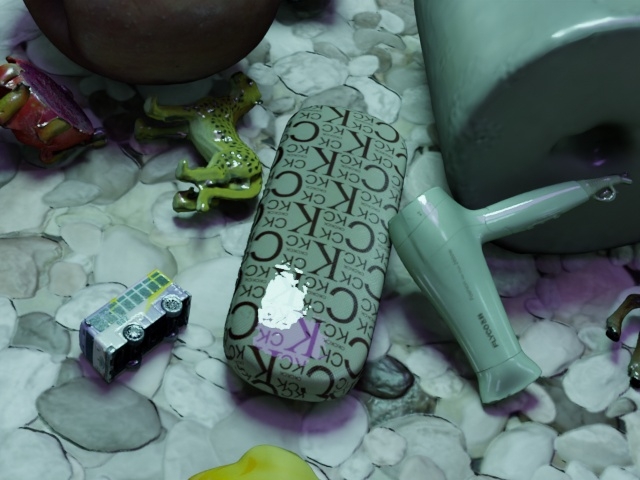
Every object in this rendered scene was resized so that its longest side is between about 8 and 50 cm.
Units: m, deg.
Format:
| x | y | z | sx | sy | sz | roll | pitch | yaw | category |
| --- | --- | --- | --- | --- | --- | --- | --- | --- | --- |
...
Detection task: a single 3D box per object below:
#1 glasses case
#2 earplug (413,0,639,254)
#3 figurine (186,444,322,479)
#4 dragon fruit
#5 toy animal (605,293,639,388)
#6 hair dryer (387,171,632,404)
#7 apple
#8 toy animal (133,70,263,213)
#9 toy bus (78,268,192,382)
| x | y | z | sx | sy | sz | roll | pitch | yaw | category |
| --- | --- | --- | --- | --- | --- | --- | --- | --- | --- |
| 0.000 | 0.000 | 1.140 | 0.137 | 0.085 | 0.354 | 16 | 49 | -3 | glasses case |
| 0.254 | -0.222 | 1.245 | 0.313 | 0.312 | 0.394 | 2 | 46 | -10 | earplug |
| -0.009 | 0.244 | 0.919 | 0.246 | 0.131 | 0.156 | 17 | 63 | -11 | figurine |
| -0.292 | -0.129 | 1.197 | 0.068 | 0.126 | 0.112 | -43 | 69 | 10 | dragon fruit |
| 0.436 | 0.107 | 1.142 | 0.260 | 0.087 | 0.243 | -22 | 59 | -23 | toy animal |
| 0.206 | 0.012 | 1.111 | 0.237 | 0.075 | 0.206 | -30 | 87 | -7 | hair dryer |
| -0.185 | -0.297 | 1.220 | 0.235 | 0.305 | 0.306 | -25 | 59 | -26 | apple |
| -0.102 | -0.094 | 1.213 | 0.136 | 0.073 | 0.181 | -9 | 49 | -28 | toy animal |
| -0.171 | 0.076 | 1.064 | 0.058 | 0.052 | 0.102 | 38 | 52 | 20 | toy bus |
